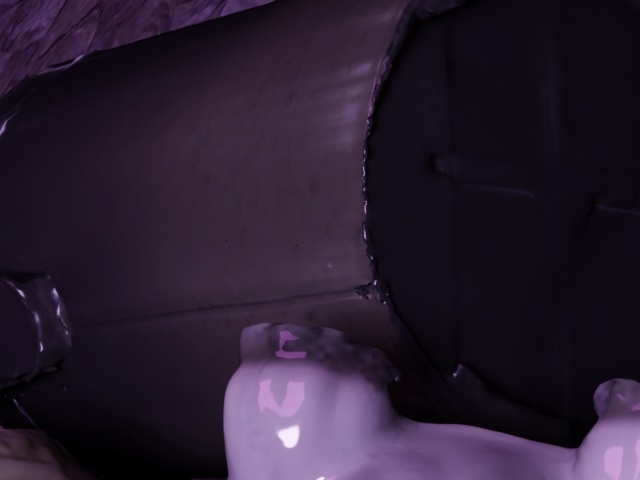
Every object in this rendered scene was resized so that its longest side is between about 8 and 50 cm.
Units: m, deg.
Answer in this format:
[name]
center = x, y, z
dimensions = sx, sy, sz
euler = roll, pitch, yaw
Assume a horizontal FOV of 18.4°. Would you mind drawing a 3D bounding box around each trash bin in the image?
[trash bin]
center = 0.000, 0.000, 0.813
dimensions = 0.252, 0.203, 0.301
euler = -19, 6, -39

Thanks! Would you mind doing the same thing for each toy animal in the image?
[toy animal]
center = 0.015, 0.213, 0.577
dimensions = 0.194, 0.258, 0.357
euler = 3, 58, 23

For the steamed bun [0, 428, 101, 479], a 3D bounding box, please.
[steamed bun]
center = -0.133, 0.198, 0.741
dimensions = 0.346, 0.237, 0.394
euler = 104, 154, -50
